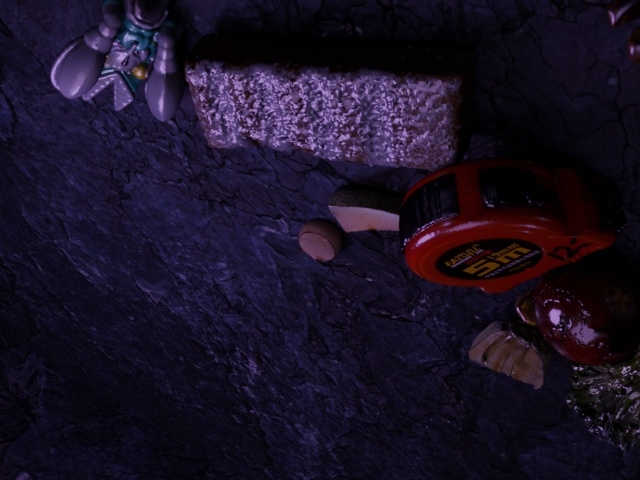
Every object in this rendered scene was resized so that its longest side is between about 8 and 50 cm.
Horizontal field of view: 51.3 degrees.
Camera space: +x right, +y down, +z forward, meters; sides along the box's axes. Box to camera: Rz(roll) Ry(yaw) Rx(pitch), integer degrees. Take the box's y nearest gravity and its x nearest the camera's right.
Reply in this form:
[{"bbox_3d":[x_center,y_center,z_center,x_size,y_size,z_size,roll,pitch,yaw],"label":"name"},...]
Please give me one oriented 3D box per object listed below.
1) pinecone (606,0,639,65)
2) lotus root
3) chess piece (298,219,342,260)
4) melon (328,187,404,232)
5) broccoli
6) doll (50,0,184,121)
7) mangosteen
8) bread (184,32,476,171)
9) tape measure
[{"bbox_3d":[0.367,-0.234,0.562,0.264,0.264,0.264,18,141,15],"label":"pinecone"},{"bbox_3d":[0.352,0.185,1.188,0.143,0.070,0.144,26,147,16],"label":"lotus root"},{"bbox_3d":[0.000,0.000,1.233,0.084,0.038,0.083,16,141,14],"label":"chess piece"},{"bbox_3d":[0.108,-0.041,1.106,0.182,0.054,0.098,4,142,31],"label":"melon"},{"bbox_3d":[0.523,0.206,1.063,0.165,0.145,0.304,23,130,2],"label":"broccoli"},{"bbox_3d":[-0.310,-0.284,1.014,0.195,0.153,0.258,0,146,-7],"label":"doll"},{"bbox_3d":[0.395,0.106,1.010,0.166,0.166,0.180,37,168,-9],"label":"mangosteen"},{"bbox_3d":[0.008,-0.196,0.944,0.417,0.113,0.165,9,140,23],"label":"bread"},{"bbox_3d":[0.241,-0.022,0.928,0.260,0.114,0.253,13,151,-26],"label":"tape measure"}]
